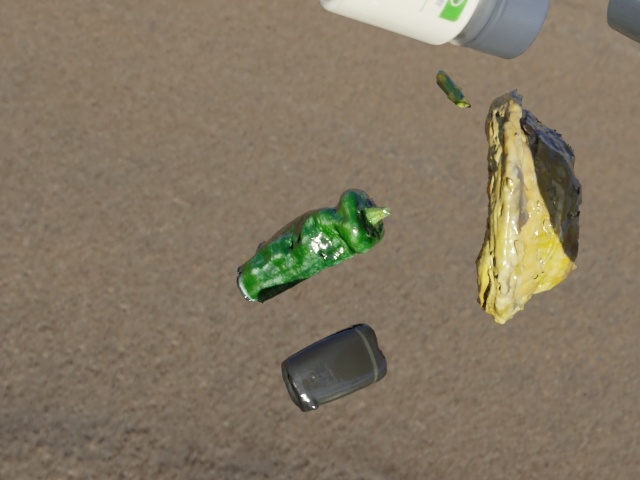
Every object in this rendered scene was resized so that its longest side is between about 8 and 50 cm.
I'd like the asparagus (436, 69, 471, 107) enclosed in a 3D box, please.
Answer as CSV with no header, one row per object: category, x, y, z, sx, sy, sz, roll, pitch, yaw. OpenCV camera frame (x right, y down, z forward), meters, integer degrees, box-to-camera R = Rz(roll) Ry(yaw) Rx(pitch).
asparagus,0.201,-0.225,1.791,0.025,0.021,0.108,11,30,-29

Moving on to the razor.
razor,0.019,0.178,1.656,0.148,0.054,0.090,-22,86,-27

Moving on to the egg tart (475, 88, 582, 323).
egg tart,0.309,-0.048,1.755,0.150,0.352,0.352,3,38,8

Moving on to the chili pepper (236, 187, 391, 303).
chili pepper,0.000,0.000,1.836,0.099,0.270,0.136,59,33,-3

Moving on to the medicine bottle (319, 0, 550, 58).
medicine bottle,0.126,-0.286,1.302,0.237,0.139,0.139,13,40,-21

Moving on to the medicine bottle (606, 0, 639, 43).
medicine bottle,0.558,-0.290,1.566,0.332,0.190,0.190,38,39,24
